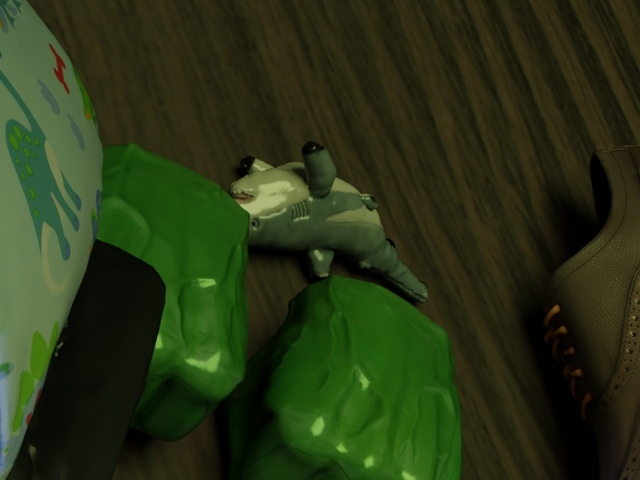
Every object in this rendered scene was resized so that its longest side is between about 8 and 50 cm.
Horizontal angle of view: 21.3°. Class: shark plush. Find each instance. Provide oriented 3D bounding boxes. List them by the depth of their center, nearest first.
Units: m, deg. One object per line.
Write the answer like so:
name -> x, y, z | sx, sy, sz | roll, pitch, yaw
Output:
shark plush -> 0.000, 0.000, 1.059 | 0.161, 0.073, 0.067 | 37, 61, -43

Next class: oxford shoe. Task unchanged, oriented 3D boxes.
oxford shoe -> 0.203, 0.091, 1.123 | 0.132, 0.130, 0.364 | 13, 55, 8

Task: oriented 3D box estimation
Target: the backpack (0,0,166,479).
backpack -> -0.210, -0.038, 0.550 | 0.355, 0.273, 0.290 | 37, 19, -12

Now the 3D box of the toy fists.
toy fists -> -0.041, 0.068, 0.927 | 0.279, 0.096, 0.142 | 33, 32, -18
